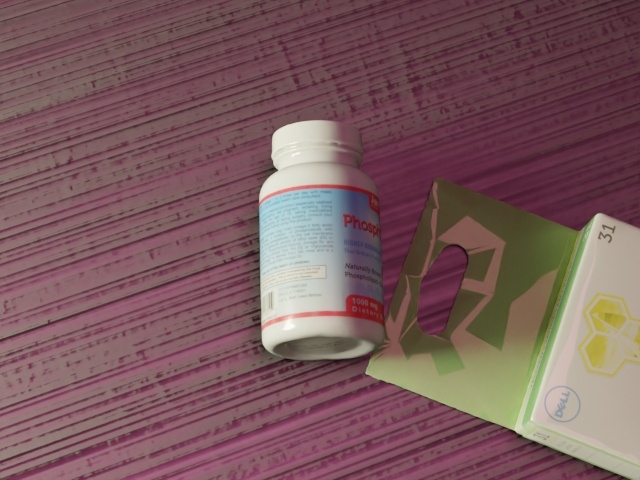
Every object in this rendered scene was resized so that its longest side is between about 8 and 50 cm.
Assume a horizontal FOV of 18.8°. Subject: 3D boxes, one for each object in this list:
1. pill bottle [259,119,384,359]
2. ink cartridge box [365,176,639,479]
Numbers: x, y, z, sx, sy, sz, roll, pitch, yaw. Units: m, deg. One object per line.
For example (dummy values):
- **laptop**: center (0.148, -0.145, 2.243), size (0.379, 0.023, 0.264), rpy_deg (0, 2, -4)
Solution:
- **pill bottle**: center (0.000, 0.000, 1.376), size (0.087, 0.087, 0.160), rpy_deg (1, 73, -9)
- **ink cartridge box**: center (0.172, 0.060, 1.404), size (0.235, 0.056, 0.171), rpy_deg (22, 71, -4)
